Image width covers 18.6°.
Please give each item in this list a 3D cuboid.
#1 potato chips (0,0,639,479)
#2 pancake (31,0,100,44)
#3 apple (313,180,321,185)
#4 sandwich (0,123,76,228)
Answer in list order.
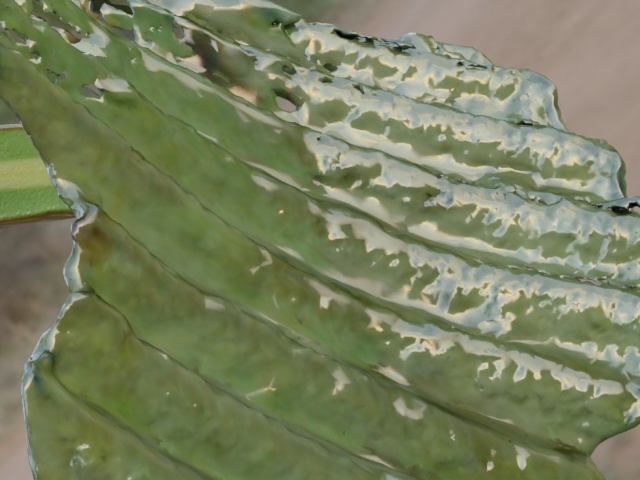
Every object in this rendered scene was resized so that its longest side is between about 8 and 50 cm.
[{"bbox_3d":[0.006,0.000,0.973,0.389,0.373,0.097,3,-35,-33],"label":"potato chips"},{"bbox_3d":[-0.307,-0.211,1.608,0.250,0.250,0.031,-48,-19,-31],"label":"pancake"},{"bbox_3d":[-0.019,0.026,1.340,0.195,0.173,0.160,-15,44,50],"label":"apple"},{"bbox_3d":[-0.188,-0.050,1.406,0.116,0.074,0.074,-7,0,-5],"label":"sandwich"}]
